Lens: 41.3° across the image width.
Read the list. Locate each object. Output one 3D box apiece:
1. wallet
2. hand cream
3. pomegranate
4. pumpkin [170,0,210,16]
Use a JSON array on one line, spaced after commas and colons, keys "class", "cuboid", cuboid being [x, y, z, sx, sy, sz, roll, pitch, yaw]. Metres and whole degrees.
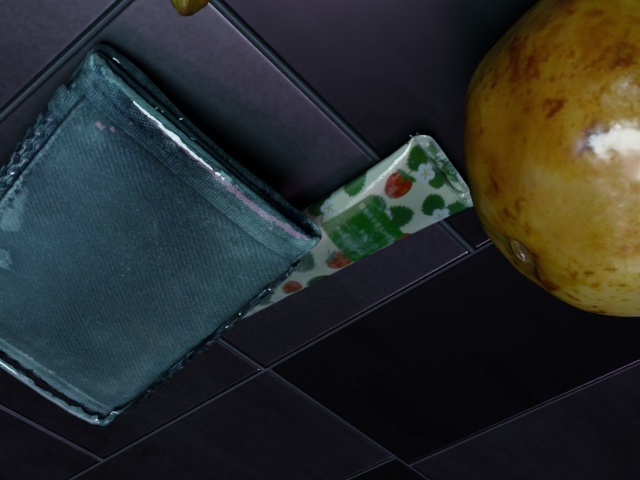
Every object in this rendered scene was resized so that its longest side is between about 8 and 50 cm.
[{"class": "wallet", "cuboid": [-0.187, 0.016, 0.751, 0.237, 0.075, 0.342, 41, 123, -13]}, {"class": "hand cream", "cuboid": [0.000, 0.000, 0.767, 0.276, 0.059, 0.095, -29, 127, 20]}, {"class": "pomegranate", "cuboid": [0.213, -0.068, 0.591, 0.248, 0.248, 0.248, 0, 133, 0]}, {"class": "pumpkin", "cuboid": [-0.007, -0.291, 0.399, 0.290, 0.095, 0.258, -31, 111, -6]}]
